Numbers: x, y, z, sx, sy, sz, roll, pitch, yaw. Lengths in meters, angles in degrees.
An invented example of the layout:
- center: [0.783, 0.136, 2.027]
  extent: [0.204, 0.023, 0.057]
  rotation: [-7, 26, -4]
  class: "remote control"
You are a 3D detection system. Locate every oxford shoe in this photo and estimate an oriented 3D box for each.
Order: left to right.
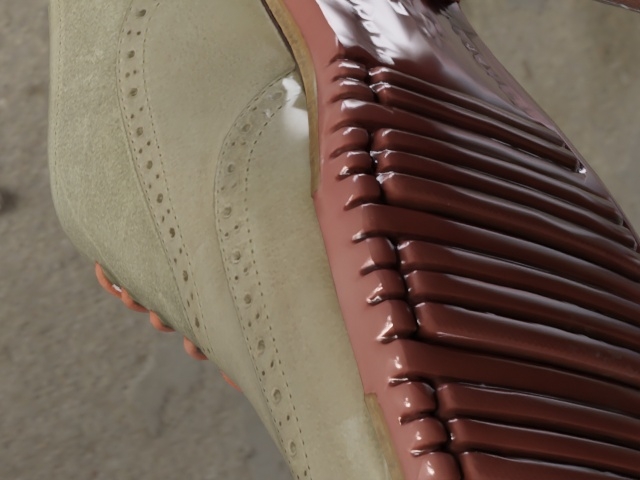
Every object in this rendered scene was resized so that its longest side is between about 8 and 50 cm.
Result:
- center: [0.000, 0.000, 0.497]
  extent: [0.123, 0.130, 0.348]
  rotation: [22, 39, -41]
  class: "oxford shoe"

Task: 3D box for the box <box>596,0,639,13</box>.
- center: [0.227, -0.114, 0.384]
  extent: [0.191, 0.381, 0.143]
  rotation: [-39, 133, -27]
  class: "box"
